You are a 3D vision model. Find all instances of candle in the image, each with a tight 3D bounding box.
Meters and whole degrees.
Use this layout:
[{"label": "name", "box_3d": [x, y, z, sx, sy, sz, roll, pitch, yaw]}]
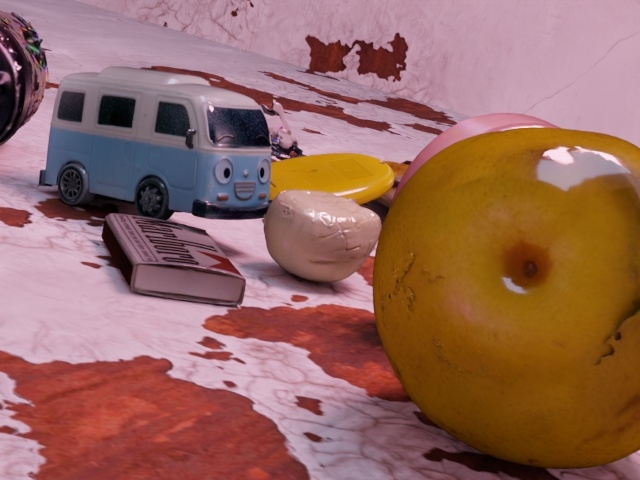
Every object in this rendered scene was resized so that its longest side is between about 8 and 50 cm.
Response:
[{"label": "candle", "box_3d": [-0.444, -0.210, 1.634, 0.187, 0.187, 0.330, 13, 11, -6]}]

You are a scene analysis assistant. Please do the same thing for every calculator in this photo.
[{"label": "calculator", "box_3d": [-0.012, -0.075, 1.706, 0.235, 0.032, 0.146, -13, 30, -25]}]

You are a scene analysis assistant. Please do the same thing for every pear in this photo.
[{"label": "pear", "box_3d": [0.183, 0.039, 1.031, 0.285, 0.285, 0.336, 15, 10, 4]}]

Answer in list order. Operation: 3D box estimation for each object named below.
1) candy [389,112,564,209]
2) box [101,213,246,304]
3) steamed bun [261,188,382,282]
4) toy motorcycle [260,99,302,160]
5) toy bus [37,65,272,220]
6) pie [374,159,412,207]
[{"label": "candy", "box_3d": [0.197, -0.006, 1.293, 0.255, 0.255, 0.094, 10, 13, -19]}, {"label": "box", "box_3d": [-0.152, 0.016, 1.294, 0.115, 0.036, 0.177, 10, 13, -22]}, {"label": "steamed bun", "box_3d": [0.000, 0.000, 1.399, 0.112, 0.091, 0.130, 27, 20, 39]}, {"label": "toy motorcycle", "box_3d": [-0.137, -0.174, 1.992, 0.221, 0.102, 0.150, 12, 25, -10]}, {"label": "toy bus", "box_3d": [-0.184, -0.111, 1.461, 0.271, 0.165, 0.133, 12, 9, 35]}, {"label": "pie", "box_3d": [0.187, -0.055, 1.882, 0.339, 0.077, 0.339, 16, 10, -3]}]
